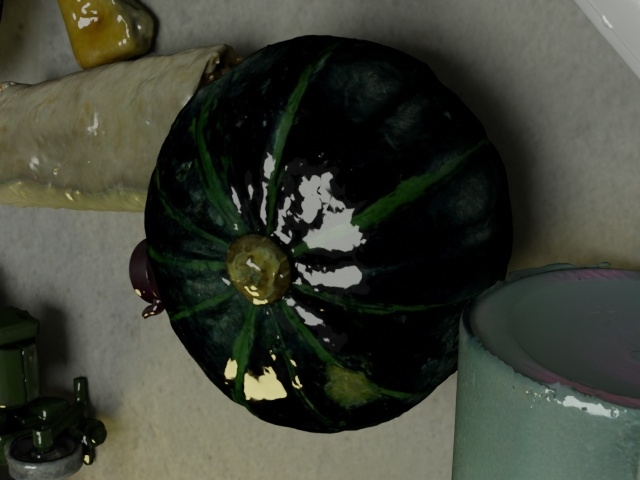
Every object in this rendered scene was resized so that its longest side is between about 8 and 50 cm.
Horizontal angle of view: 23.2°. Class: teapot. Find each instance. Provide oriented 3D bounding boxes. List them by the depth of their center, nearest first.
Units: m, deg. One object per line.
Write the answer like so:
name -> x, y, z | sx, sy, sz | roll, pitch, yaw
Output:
teapot -> -0.147, 0.024, 1.439 | 0.045, 0.068, 0.100 | -5, 67, 39

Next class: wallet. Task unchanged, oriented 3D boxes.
wallet -> 0.220, -0.170, 1.128 | 0.122, 0.025, 0.061 | 52, 135, 10

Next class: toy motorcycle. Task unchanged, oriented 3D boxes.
toy motorcycle -> -0.328, 0.135, 1.581 | 0.275, 0.127, 0.205 | 13, 112, 40

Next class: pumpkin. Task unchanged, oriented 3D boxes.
pumpkin -> 0.000, 0.000, 1.205 | 0.315, 0.238, 0.315 | 11, 113, 28

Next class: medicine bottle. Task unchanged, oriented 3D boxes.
medicine bottle -> 0.209, 0.193, 1.121 | 0.245, 0.245, 0.290 | 18, 115, 31

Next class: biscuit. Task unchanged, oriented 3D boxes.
biscuit -> -0.181, -0.249, 1.388 | 0.174, 0.039, 0.183 | -12, 99, 36

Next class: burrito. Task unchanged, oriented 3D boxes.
burrito -> -0.180, -0.088, 1.396 | 0.299, 0.105, 0.143 | -3, 109, 38

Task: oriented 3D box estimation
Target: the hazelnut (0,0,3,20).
hazelnut -> -0.399, -0.225, 1.439 | 0.229, 0.229, 0.230 | 13, 113, 33
